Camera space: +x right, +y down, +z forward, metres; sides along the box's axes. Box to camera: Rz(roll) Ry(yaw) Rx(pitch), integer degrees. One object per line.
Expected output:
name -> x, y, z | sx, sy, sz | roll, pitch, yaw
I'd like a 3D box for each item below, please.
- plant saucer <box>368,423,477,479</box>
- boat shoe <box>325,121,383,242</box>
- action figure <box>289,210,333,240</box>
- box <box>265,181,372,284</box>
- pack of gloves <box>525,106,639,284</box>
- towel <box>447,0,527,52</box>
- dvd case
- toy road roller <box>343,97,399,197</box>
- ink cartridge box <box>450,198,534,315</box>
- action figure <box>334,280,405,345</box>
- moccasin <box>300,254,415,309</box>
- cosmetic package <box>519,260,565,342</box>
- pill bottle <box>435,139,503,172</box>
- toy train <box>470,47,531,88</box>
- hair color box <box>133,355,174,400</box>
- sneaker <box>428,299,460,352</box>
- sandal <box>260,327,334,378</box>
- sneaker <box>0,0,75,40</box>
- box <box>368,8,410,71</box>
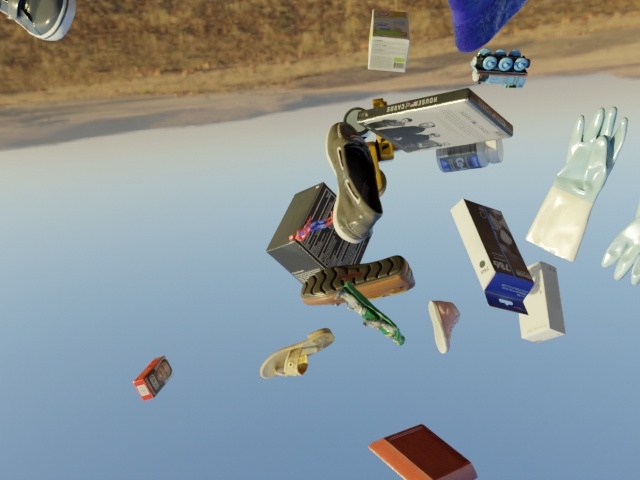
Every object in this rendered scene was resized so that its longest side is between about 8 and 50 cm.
plant saucer -> 0.319, 0.654, 2.058 | 0.259, 0.048, 0.258 | -3, -153, -46
boat shoe -> 0.082, -0.145, 1.444 | 0.112, 0.335, 0.095 | 22, 135, -29
action figure -> -0.020, -0.029, 1.506 | 0.115, 0.030, 0.038 | -30, -147, 17
box -> 0.000, 0.000, 2.493 | 0.182, 0.294, 0.296 | -17, -142, 45
pack of gloves -> 0.431, -0.066, 0.976 | 0.195, 0.232, 0.046 | 32, -157, 36
towel -> 0.345, -0.536, 1.354 | 0.076, 0.228, 0.308 | 38, 176, 27
dvd case -> 0.216, -0.221, 1.285 | 0.238, 0.030, 0.179 | -4, 163, 40
toy road roller -> 0.209, -0.302, 2.234 | 0.240, 0.330, 0.202 | -8, -177, 5
ink cartridge box -> 0.479, 0.041, 1.857 | 0.165, 0.333, 0.065 | 14, 136, -33
action figure -> 0.145, 0.215, 1.913 | 0.063, 0.232, 0.137 | -51, 174, -13
moccasin -> 0.116, 0.148, 2.184 | 0.379, 0.147, 0.139 | -17, -139, 16
cosmetic package -> 0.700, 0.198, 2.172 | 0.085, 0.231, 0.117 | 19, 147, -28
pill bottle -> 0.335, -0.198, 1.522 | 0.137, 0.078, 0.078 | -6, -170, 30
toy train -> 0.544, -0.520, 2.059 | 0.184, 0.105, 0.080 | -1, -138, -10
hair color box -> -0.511, 0.422, 2.086 | 0.043, 0.072, 0.141 | -19, -164, 21
sneaker -> 0.303, 0.200, 1.599 | 0.070, 0.051, 0.134 | -1, -125, -11
sandal -> -0.060, 0.338, 1.896 | 0.240, 0.088, 0.079 | -32, -138, 3
sneaker -> -0.623, -0.512, 1.396 | 0.321, 0.126, 0.127 | 38, -166, 37
box -> 0.203, -0.597, 2.020 | 0.114, 0.103, 0.203 | 6, -139, 2
